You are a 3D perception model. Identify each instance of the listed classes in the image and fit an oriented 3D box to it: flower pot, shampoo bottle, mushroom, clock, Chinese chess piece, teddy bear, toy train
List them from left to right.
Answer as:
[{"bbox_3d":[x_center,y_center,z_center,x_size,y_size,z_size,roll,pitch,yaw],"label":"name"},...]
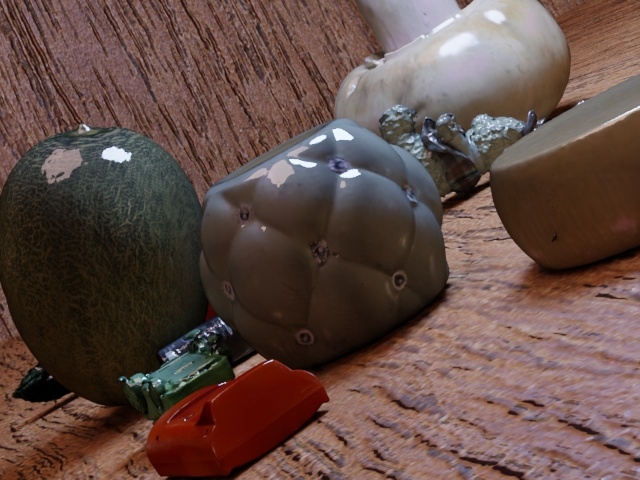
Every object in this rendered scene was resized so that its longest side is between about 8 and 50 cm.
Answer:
[{"bbox_3d":[-0.131,0.145,1.467,0.099,0.081,0.149,-32,13,-21],"label":"toy train"},{"bbox_3d":[-0.079,0.148,1.272,0.113,0.061,0.155,-34,6,-28],"label":"clock"},{"bbox_3d":[-0.081,0.095,1.679,0.208,0.057,0.063,-32,7,-16],"label":"shampoo bottle"},{"bbox_3d":[0.000,0.000,1.456,0.246,0.195,0.246,-29,6,3],"label":"flower pot"},{"bbox_3d":[0.189,-0.248,2.202,0.325,0.353,0.353,2,-7,-25],"label":"mushroom"},{"bbox_3d":[0.177,-0.110,1.928,0.213,0.111,0.133,-1,-22,16],"label":"teddy bear"},{"bbox_3d":[0.272,-0.075,1.281,0.273,0.102,0.273,-28,5,3],"label":"Chinese chess piece"}]

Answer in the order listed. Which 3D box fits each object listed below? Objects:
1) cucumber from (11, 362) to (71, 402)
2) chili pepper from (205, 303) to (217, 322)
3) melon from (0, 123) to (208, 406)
[{"bbox_3d":[-0.293,0.152,2.111,0.300,0.072,0.072,-31,7,-6],"label":"cucumber"},{"bbox_3d":[-0.122,0.074,2.018,0.272,0.063,0.071,-31,-10,8],"label":"chili pepper"},{"bbox_3d":[-0.245,0.028,1.736,0.249,0.329,0.248,-11,12,2],"label":"melon"}]
